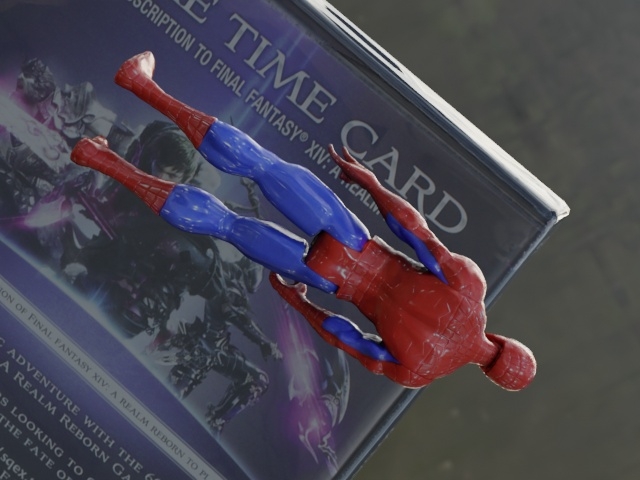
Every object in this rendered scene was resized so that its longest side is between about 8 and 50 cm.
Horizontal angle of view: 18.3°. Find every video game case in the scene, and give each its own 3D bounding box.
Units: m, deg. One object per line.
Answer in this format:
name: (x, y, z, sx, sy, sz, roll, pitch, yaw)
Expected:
video game case: (-0.077, 0.031, 0.657, 0.196, 0.274, 0.026, 41, 20, 9)

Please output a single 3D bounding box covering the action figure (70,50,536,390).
action figure: (0.000, 0.000, 0.455, 0.115, 0.038, 0.030, 34, 12, 6)
